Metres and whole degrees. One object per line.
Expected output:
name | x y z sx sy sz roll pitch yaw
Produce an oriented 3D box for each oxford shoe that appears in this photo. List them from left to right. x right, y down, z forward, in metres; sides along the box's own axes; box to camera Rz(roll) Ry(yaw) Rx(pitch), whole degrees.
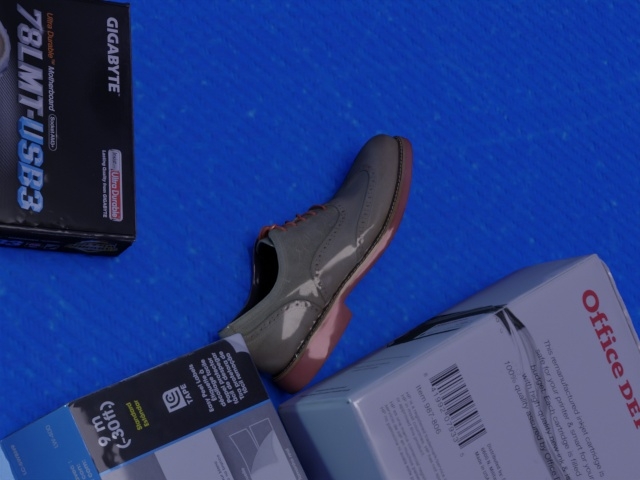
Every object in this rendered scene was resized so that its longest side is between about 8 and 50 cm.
oxford shoe | 0.000 0.000 2.165 0.130 0.123 0.348 33 61 -12

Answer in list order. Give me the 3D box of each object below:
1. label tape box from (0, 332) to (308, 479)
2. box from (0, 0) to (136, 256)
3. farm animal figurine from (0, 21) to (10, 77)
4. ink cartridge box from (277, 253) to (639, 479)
label tape box | -0.188 0.272 1.982 0.334 0.106 0.240 -22 83 -32
box | -0.350 -0.139 2.061 0.293 0.073 0.295 6 70 -24
farm animal figurine | -0.496 -0.290 1.933 0.327 0.172 0.330 -5 73 -13
ink cartridge box | 0.191 0.225 2.137 0.395 0.166 0.285 -27 98 -32
